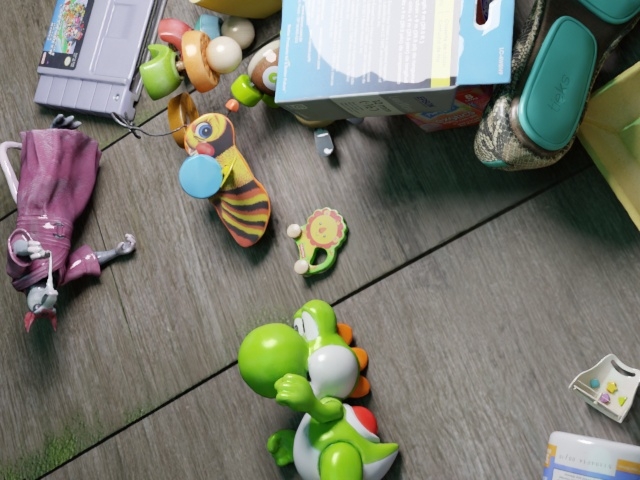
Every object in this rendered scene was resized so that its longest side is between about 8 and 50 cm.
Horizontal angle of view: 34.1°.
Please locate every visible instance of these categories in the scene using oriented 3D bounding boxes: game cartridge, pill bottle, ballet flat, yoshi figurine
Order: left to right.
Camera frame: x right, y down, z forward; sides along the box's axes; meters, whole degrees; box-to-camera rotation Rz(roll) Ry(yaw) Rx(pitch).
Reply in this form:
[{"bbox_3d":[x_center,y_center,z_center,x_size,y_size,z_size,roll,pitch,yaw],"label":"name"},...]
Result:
[{"bbox_3d":[-0.407,-0.410,1.964,0.230,0.068,0.355,12,84,25],"label":"game cartridge"},{"bbox_3d":[-0.029,0.267,1.533,0.204,0.203,0.362,-22,66,29],"label":"yoshi figurine"},{"bbox_3d":[0.342,-0.301,1.472,0.482,0.164,0.182,-60,18,-17],"label":"ballet flat"},{"bbox_3d":[0.346,0.390,1.326,0.152,0.152,0.272,7,81,29],"label":"pill bottle"}]

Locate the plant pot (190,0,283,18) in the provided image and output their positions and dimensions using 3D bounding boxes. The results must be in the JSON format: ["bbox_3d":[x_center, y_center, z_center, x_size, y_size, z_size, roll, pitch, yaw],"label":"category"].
[{"bbox_3d":[-0.104,-0.493,1.749,0.212,0.187,0.212,-23,69,21],"label":"plant pot"}]

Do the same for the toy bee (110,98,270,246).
[{"bbox_3d":[-0.166,-0.140,1.679,0.162,0.298,0.195,-43,31,3],"label":"toy bee"}]

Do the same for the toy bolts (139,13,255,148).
[{"bbox_3d":[-0.186,-0.289,1.782,0.159,0.218,0.228,-11,40,12],"label":"toy bolts"}]

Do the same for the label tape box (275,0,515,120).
[{"bbox_3d":[0.117,-0.307,1.462,0.348,0.115,0.249,0,79,26],"label":"label tape box"}]

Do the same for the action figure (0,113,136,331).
[{"bbox_3d":[-0.491,-0.024,1.808,0.276,0.248,0.370,-1,75,28],"label":"action figure"}]

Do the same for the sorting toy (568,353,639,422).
[{"bbox_3d":[0.394,0.196,1.413,0.083,0.045,0.075,34,88,30],"label":"sorting toy"}]

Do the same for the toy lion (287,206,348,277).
[{"bbox_3d":[0.000,0.000,1.671,0.096,0.034,0.100,-17,71,15],"label":"toy lion"}]

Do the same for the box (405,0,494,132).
[{"bbox_3d":[0.193,-0.333,1.576,0.142,0.154,0.300,-7,74,26],"label":"box"}]

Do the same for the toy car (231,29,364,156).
[{"bbox_3d":[-0.019,-0.231,1.680,0.155,0.149,0.188,-44,74,26],"label":"toy car"}]

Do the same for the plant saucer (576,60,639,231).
[{"bbox_3d":[0.552,-0.126,1.377,0.333,0.081,0.332,-34,63,16],"label":"plant saucer"}]
